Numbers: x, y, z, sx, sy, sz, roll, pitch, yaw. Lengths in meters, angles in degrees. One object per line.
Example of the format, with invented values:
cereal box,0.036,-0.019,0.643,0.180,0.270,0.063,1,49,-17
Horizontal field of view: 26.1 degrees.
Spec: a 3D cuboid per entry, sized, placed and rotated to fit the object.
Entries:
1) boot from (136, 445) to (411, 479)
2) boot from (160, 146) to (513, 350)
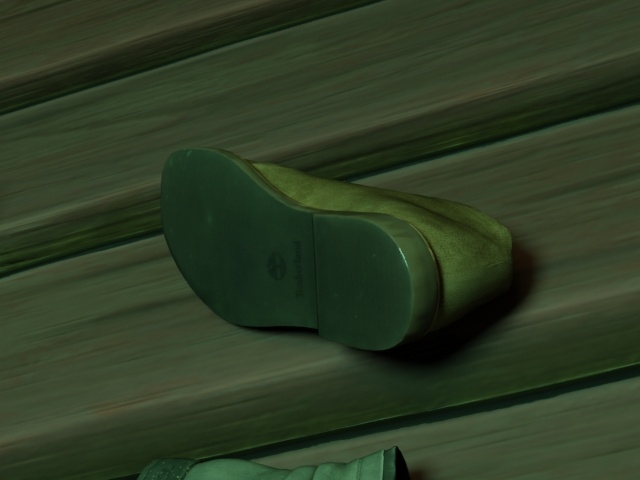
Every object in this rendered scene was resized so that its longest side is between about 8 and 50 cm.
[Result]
boot,-0.042,0.187,0.692,0.161,0.083,0.246,-7,31,22
boot,0.000,0.000,0.928,0.115,0.112,0.305,-12,20,-37
